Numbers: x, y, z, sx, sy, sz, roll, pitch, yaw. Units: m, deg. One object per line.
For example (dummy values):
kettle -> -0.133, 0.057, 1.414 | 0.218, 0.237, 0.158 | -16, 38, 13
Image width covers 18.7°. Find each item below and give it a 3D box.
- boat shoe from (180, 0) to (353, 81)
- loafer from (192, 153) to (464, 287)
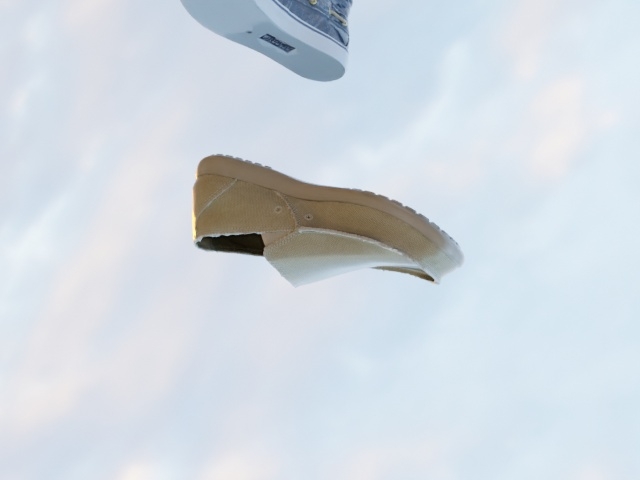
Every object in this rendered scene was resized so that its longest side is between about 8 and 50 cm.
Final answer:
boat shoe -> -0.046, -0.207, 1.632 | 0.065, 0.183, 0.083 | -19, -126, 41
loafer -> 0.000, 0.000, 1.734 | 0.268, 0.102, 0.092 | 16, -102, 25
